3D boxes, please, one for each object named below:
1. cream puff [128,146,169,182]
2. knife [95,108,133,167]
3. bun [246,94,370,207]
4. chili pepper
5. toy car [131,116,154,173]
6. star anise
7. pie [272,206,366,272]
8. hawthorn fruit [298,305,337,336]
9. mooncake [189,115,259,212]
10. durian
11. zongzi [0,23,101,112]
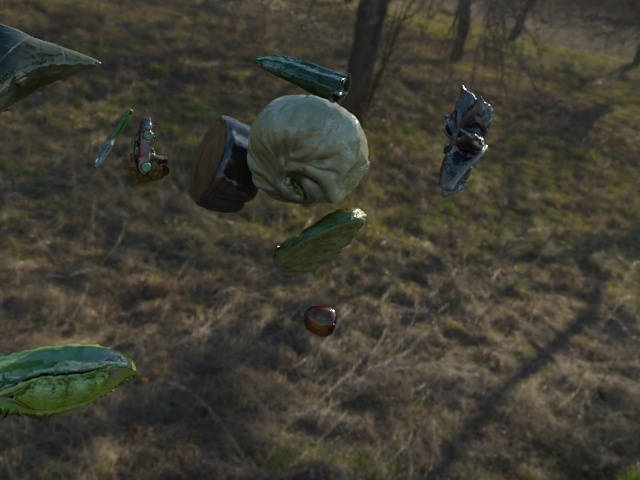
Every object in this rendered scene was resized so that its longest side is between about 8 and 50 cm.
[{"bbox_3d":[-0.502,-0.220,2.237,0.122,0.116,0.094,40,-28,-20],"label":"cream puff"},{"bbox_3d":[-0.534,-0.264,1.972,0.026,0.184,0.022,19,-20,27],"label":"knife"},{"bbox_3d":[-0.046,-0.216,2.035,0.359,0.360,0.211,19,58,11],"label":"bun"},{"bbox_3d":[-0.049,-0.358,1.646,0.226,0.059,0.088,23,33,19],"label":"chili pepper"},{"bbox_3d":[-0.430,-0.231,1.856,0.055,0.142,0.069,3,30,-15],"label":"toy car"},{"bbox_3d":[0.282,-0.181,1.523,0.081,0.230,0.263,18,41,-8],"label":"star anise"},{"bbox_3d":[-0.001,-0.001,2.033,0.106,0.274,0.257,62,21,10],"label":"pie"},{"bbox_3d":[0.000,0.179,1.721,0.077,0.077,0.077,13,21,-5],"label":"hawthorn fruit"},{"bbox_3d":[-0.273,-0.225,2.289,0.154,0.306,0.306,18,18,-27],"label":"mooncake"},{"bbox_3d":[-0.577,0.287,1.645,0.351,0.169,0.158,-6,70,-25],"label":"durian"},{"bbox_3d":[-0.741,-0.413,1.980,0.299,0.145,0.274,13,55,-15],"label":"zongzi"}]
